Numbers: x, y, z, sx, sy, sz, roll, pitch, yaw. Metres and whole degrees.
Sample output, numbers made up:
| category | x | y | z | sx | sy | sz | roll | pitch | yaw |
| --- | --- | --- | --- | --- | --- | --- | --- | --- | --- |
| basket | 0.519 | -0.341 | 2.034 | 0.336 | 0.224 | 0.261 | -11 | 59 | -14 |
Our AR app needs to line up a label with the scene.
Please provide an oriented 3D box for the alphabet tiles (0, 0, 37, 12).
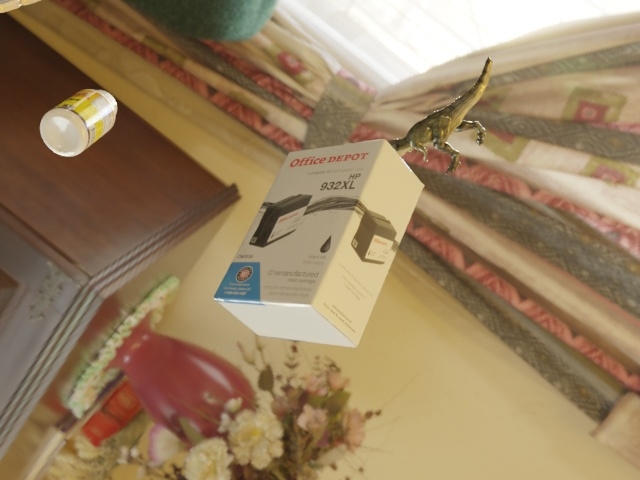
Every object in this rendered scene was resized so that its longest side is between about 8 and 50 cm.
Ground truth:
| category | x | y | z | sx | sy | sz | roll | pitch | yaw |
| --- | --- | --- | --- | --- | --- | --- | --- | --- | --- |
| alphabet tiles | -0.754 | -0.525 | 1.635 | 0.278 | 0.284 | 0.021 | -53 | 149 | -54 |

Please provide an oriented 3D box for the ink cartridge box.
| category | x | y | z | sx | sy | sz | roll | pitch | yaw |
| --- | --- | --- | --- | --- | --- | --- | --- | --- | --- |
| ink cartridge box | 0.000 | 0.000 | 1.223 | 0.223 | 0.129 | 0.307 | -1 | -126 | 43 |

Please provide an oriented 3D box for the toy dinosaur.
| category | x | y | z | sx | sy | sz | roll | pitch | yaw |
| --- | --- | --- | --- | --- | --- | --- | --- | --- | --- |
| toy dinosaur | 0.236 | -0.200 | 1.388 | 0.268 | 0.118 | 0.064 | -38 | -163 | 18 |

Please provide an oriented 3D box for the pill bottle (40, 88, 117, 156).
| category | x | y | z | sx | sy | sz | roll | pitch | yaw |
| --- | --- | --- | --- | --- | --- | --- | --- | --- | --- |
| pill bottle | -0.573 | -0.292 | 1.831 | 0.117 | 0.117 | 0.215 | -52 | -172 | 29 |
